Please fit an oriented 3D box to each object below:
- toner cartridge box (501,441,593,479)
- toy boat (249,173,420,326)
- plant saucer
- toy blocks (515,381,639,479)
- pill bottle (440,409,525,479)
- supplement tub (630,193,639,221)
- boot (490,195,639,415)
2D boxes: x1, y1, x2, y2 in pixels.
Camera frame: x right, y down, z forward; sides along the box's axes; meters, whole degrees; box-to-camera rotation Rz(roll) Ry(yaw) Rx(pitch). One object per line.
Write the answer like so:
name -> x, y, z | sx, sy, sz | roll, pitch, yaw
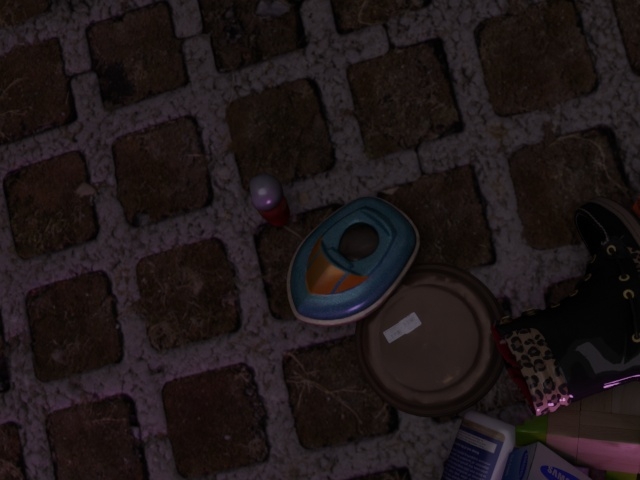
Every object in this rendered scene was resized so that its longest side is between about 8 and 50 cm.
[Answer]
toner cartridge box -> 0.427, 0.480, 1.599 | 0.348, 0.075, 0.165 | 36, 51, -12
toy boat -> 0.000, 0.000, 1.825 | 0.318, 0.148, 0.267 | 36, 80, 22
plant saucer -> 0.193, 0.177, 1.829 | 0.278, 0.041, 0.277 | -2, 84, 16
toy blocks -> 0.518, 0.237, 1.651 | 0.381, 0.190, 0.261 | 3, 52, 14
pill bottle -> 0.270, 0.430, 1.711 | 0.153, 0.153, 0.264 | 20, 84, 16
supplement tub -> 0.675, -0.028, 1.643 | 0.316, 0.193, 0.193 | 31, 93, 16
boot -> 0.410, 0.102, 1.637 | 0.284, 0.138, 0.377 | -21, 46, 1
